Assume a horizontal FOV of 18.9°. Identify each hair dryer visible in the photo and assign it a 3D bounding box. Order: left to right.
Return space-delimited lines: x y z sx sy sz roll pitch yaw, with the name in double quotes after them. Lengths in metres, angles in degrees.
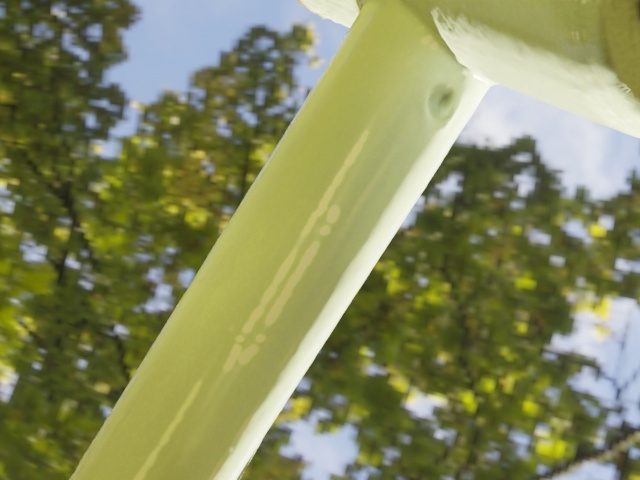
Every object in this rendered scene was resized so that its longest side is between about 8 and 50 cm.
0.000 0.000 0.417 0.073 0.131 0.236 37 -93 -35 "hair dryer"
